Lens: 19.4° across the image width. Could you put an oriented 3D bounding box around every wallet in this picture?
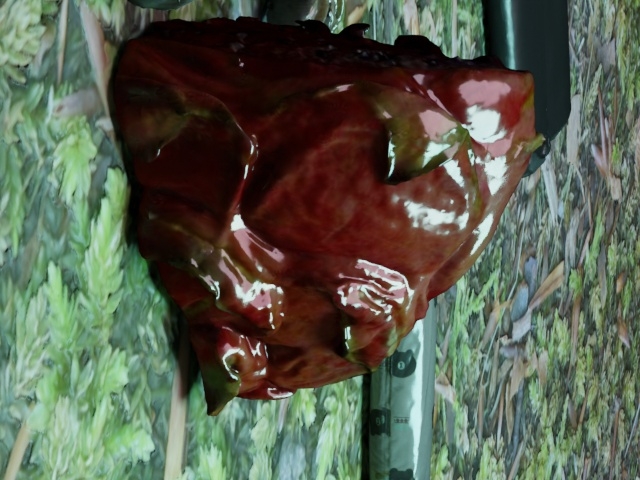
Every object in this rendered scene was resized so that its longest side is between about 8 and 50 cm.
[{"bbox_3d":[0.257,-0.301,2.310,0.228,0.062,0.406,-56,145,-52],"label":"wallet"}]

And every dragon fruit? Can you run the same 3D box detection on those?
[{"bbox_3d":[-0.003,0.001,1.435,0.228,0.286,0.329,-24,125,-71],"label":"dragon fruit"}]

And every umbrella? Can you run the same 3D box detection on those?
[{"bbox_3d":[0.083,0.192,1.945,0.073,0.067,0.337,-14,108,-54],"label":"umbrella"}]

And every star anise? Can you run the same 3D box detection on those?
[{"bbox_3d":[-0.013,-0.234,1.621,0.208,0.063,0.172,0,99,-73],"label":"star anise"}]

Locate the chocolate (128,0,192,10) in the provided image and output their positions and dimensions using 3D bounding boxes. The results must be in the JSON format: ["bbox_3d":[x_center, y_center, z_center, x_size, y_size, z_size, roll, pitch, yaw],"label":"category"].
[{"bbox_3d":[-0.089,-0.260,1.346,0.110,0.110,0.248,69,37,-49],"label":"chocolate"}]
